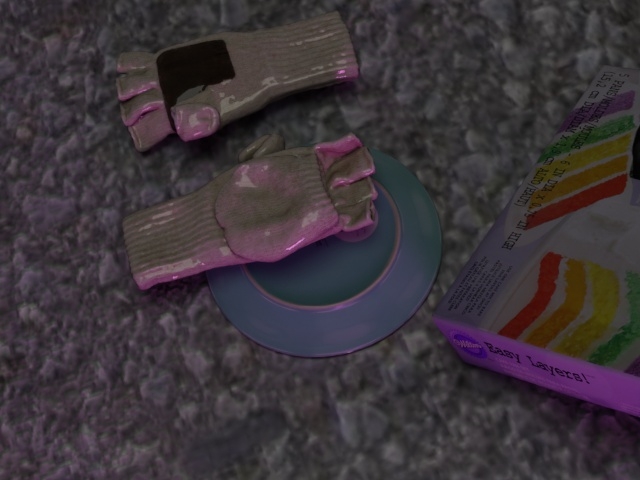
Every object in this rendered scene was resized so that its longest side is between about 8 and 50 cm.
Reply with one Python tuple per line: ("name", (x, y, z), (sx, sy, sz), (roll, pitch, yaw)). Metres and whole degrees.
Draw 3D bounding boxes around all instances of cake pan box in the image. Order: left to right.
("cake pan box", (0.245, -0.003, 1.127), (0.245, 0.070, 0.267), (19, 64, 45))

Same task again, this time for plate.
("plate", (0.000, 0.000, 1.243), (0.188, 0.024, 0.188), (-4, 62, 8))

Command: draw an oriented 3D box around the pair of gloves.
("pair of gloves", (-0.063, -0.080, 1.265), (0.204, 0.042, 0.240), (-12, 54, 8))
